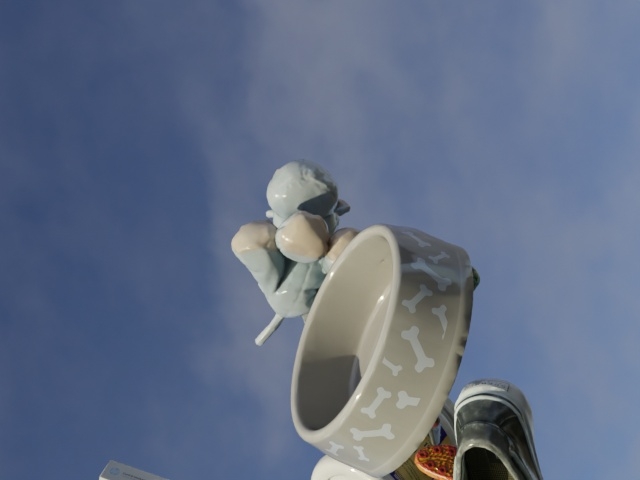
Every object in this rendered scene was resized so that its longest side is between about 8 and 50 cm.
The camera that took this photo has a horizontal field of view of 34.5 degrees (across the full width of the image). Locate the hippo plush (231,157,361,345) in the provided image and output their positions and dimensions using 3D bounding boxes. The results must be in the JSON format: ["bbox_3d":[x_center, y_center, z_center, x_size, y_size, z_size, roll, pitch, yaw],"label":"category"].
[{"bbox_3d":[0.000,0.000,1.706,0.294,0.234,0.237,78,-161,-46],"label":"hippo plush"}]

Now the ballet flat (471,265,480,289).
[{"bbox_3d":[0.162,0.104,1.567,0.070,0.070,0.188,8,-57,-55],"label":"ballet flat"}]

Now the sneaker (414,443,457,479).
[{"bbox_3d":[0.223,0.351,1.530,0.067,0.175,0.064,103,-177,-46],"label":"sneaker"}]

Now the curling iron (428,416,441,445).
[{"bbox_3d":[0.207,0.356,2.023,0.068,0.035,0.274,-22,-28,4],"label":"curling iron"}]

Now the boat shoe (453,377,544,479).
[{"bbox_3d":[0.200,0.314,1.141,0.119,0.121,0.335,-56,-49,-51],"label":"boat shoe"}]

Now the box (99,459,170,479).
[{"bbox_3d":[-0.242,0.402,1.447,0.038,0.145,0.186,-64,-12,-52],"label":"box"}]

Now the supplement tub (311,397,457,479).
[{"bbox_3d":[0.158,0.486,2.272,0.331,0.241,0.241,-40,-39,-45],"label":"supplement tub"}]

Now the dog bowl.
[{"bbox_3d":[0.069,0.135,1.384,0.102,0.349,0.349,22,-85,-17],"label":"dog bowl"}]
